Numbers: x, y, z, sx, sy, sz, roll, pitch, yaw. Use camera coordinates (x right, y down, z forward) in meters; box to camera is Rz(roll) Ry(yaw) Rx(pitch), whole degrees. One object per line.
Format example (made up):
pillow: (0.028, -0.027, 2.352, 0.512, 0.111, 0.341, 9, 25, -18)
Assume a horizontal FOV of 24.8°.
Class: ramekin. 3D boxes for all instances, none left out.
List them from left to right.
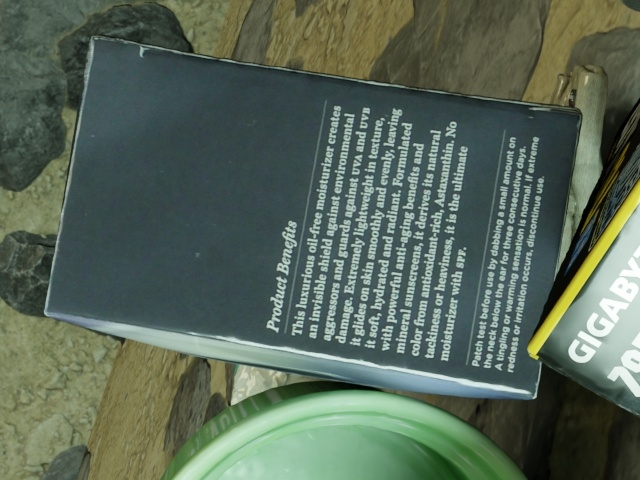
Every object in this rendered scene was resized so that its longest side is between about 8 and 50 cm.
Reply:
ramekin: (0.008, 0.243, 1.029, 0.148, 0.303, 0.303, -150, 78, -80)

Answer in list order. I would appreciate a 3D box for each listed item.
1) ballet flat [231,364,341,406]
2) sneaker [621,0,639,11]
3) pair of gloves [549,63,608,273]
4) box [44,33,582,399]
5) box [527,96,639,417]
ballet flat: (-0.024, 0.231, 1.467, 0.147, 0.147, 0.409, -179, 103, -72)
sneaker: (0.277, -0.252, 0.993, 0.258, 0.094, 0.091, 140, 140, -61)
pair of gloves: (0.181, -0.025, 1.065, 0.240, 0.042, 0.204, -47, -33, -85)
box: (0.000, 0.000, 0.975, 0.296, 0.294, 0.183, 62, -142, -83)
box: (0.233, -0.085, 0.796, 0.257, 0.079, 0.322, -64, -6, 32)
